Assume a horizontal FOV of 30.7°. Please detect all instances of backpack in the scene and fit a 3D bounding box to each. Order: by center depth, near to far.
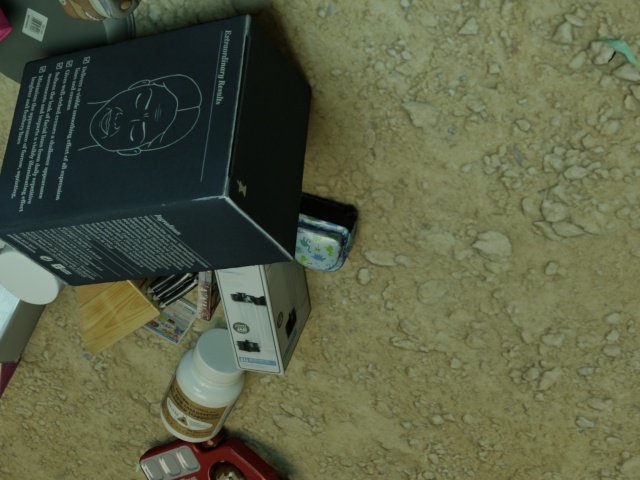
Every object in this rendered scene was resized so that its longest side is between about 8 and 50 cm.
[{"bbox_3d":[0.000,0.000,1.900,0.105,0.084,0.114,16,137,11],"label":"backpack"}]

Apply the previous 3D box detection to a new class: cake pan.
[{"bbox_3d":[-0.430,-0.344,1.784,0.293,0.054,0.293,11,133,12],"label":"cake pan"}]

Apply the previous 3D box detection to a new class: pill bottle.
[{"bbox_3d":[-0.421,-0.025,1.916,0.152,0.272,0.152,12,134,13],"label":"pill bottle"},{"bbox_3d":[-0.215,0.272,2.202,0.131,0.131,0.229,27,135,-2],"label":"pill bottle"}]

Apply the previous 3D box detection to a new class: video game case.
[{"bbox_3d":[-0.285,0.143,2.198,0.087,0.011,0.122,30,134,-7],"label":"video game case"}]

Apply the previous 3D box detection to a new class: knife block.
[{"bbox_3d":[-0.316,0.103,2.105,0.242,0.088,0.275,13,127,15],"label":"knife block"}]

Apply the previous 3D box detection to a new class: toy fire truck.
[{"bbox_3d":[-0.219,0.513,2.420,0.302,0.169,0.253,-25,99,36],"label":"toy fire truck"}]

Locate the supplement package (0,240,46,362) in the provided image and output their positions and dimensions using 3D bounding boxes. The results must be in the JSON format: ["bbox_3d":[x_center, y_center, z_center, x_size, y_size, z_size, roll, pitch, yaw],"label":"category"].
[{"bbox_3d":[-0.581,0.099,2.065,0.145,0.204,0.262,26,174,-2],"label":"supplement package"}]

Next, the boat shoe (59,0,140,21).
[{"bbox_3d":[-0.335,-0.442,1.524,0.116,0.123,0.324,-8,98,34],"label":"boat shoe"}]

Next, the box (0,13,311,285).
[{"bbox_3d":[-0.240,-0.121,1.695,0.396,0.293,0.212,-7,152,25],"label":"box"}]

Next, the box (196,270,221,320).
[{"bbox_3d":[-0.185,0.061,2.024,0.027,0.094,0.137,16,134,8],"label":"box"}]

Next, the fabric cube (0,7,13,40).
[{"bbox_3d":[-0.661,-0.337,1.689,0.259,0.254,0.258,-29,91,39],"label":"fabric cube"}]

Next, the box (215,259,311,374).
[{"bbox_3d":[-0.095,0.065,1.939,0.087,0.169,0.289,6,131,17],"label":"box"}]

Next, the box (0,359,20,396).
[{"bbox_3d":[-0.713,0.178,2.322,0.214,0.117,0.243,19,136,-1],"label":"box"}]
